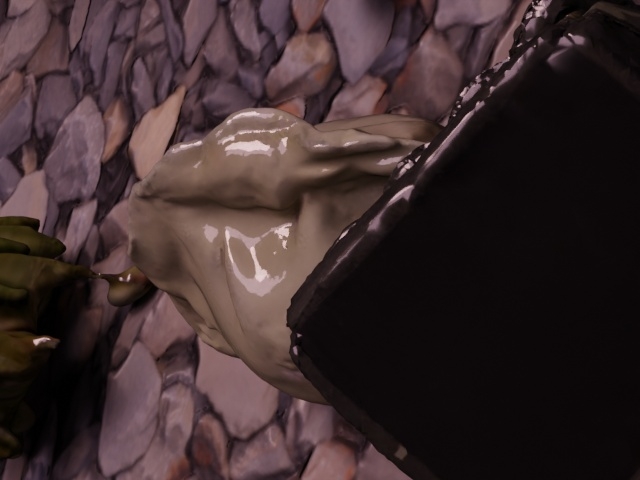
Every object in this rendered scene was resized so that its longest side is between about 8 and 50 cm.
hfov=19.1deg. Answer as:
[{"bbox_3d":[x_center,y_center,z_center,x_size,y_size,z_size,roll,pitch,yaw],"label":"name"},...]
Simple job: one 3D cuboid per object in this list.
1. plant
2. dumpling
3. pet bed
[{"bbox_3d":[-0.313,0.016,1.277,0.251,0.333,0.180,-25,38,60],"label":"plant"},{"bbox_3d":[0.000,0.000,0.967,0.258,0.193,0.147,-29,47,46],"label":"dumpling"},{"bbox_3d":[0.116,0.009,0.824,0.211,0.183,0.159,-50,-2,21],"label":"pet bed"}]
